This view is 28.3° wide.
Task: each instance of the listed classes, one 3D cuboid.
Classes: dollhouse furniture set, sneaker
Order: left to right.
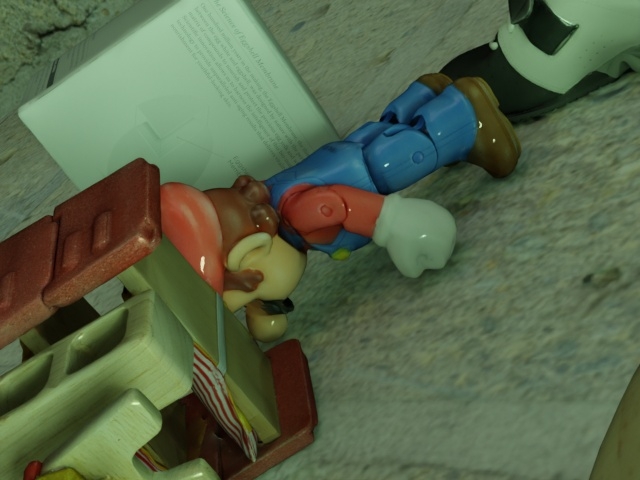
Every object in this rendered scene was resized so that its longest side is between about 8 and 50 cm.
[{"bbox_3d":[-0.106,0.134,0.729,0.152,0.201,0.374,-31,28,11],"label":"dollhouse furniture set"},{"bbox_3d":[0.208,-0.198,1.009,0.330,0.146,0.122,-19,28,39],"label":"sneaker"}]

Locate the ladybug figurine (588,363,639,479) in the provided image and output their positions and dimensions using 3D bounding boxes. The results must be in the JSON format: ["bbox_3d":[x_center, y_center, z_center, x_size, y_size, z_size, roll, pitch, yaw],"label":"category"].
[{"bbox_3d":[0.219,0.113,0.321,0.305,0.162,0.449,-27,24,23],"label":"ladybug figurine"}]

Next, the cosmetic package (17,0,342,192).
[{"bbox_3d":[-0.126,-0.115,1.213,0.224,0.224,0.138,-33,22,7],"label":"cosmetic package"}]

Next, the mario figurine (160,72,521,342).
[{"bbox_3d":[0.000,0.000,0.992,0.320,0.170,0.198,-29,-16,-12],"label":"mario figurine"}]
